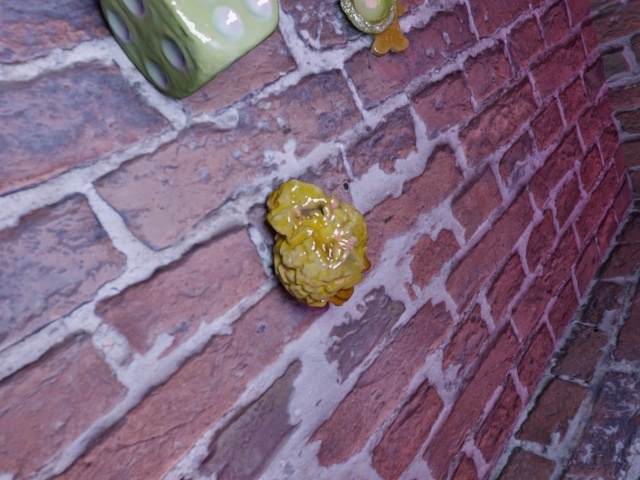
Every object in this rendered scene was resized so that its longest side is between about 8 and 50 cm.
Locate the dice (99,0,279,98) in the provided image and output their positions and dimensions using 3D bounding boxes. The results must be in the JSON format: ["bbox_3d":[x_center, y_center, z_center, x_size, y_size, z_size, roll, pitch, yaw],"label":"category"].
[{"bbox_3d":[-0.252,-0.455,0.846,0.254,0.249,0.252,-51,119,-29],"label":"dice"}]

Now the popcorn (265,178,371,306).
[{"bbox_3d":[0.000,0.000,1.065,0.264,0.225,0.333,-31,96,-30],"label":"popcorn"}]

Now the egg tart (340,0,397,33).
[{"bbox_3d":[0.133,-0.697,1.262,0.197,0.078,0.197,-1,91,-22],"label":"egg tart"}]

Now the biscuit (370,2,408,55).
[{"bbox_3d":[0.196,-0.700,1.351,0.158,0.035,0.241,-14,94,-27],"label":"biscuit"}]
